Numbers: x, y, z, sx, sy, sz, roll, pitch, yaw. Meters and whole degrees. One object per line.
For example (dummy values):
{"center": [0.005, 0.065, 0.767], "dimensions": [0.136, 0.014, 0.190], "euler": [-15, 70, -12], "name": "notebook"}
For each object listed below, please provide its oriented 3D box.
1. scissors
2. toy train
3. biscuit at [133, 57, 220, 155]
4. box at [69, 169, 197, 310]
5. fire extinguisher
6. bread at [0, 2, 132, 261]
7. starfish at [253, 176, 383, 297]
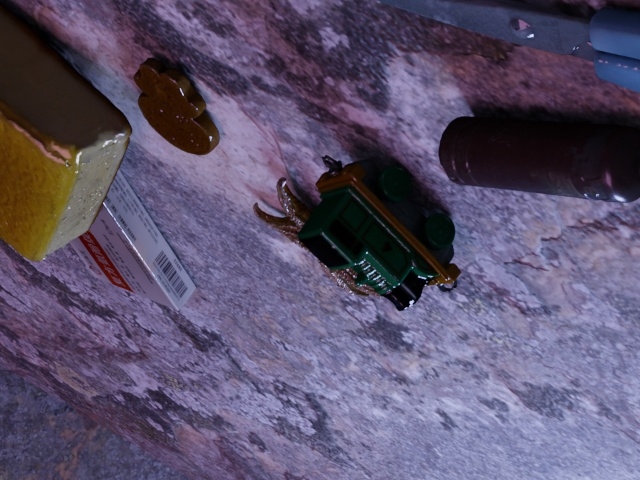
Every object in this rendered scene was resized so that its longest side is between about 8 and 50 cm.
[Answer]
{"center": [0.210, -0.177, 1.135], "dimensions": [0.447, 0.029, 0.192], "euler": [21, 152, 32], "name": "scissors"}
{"center": [0.067, -0.003, 1.531], "dimensions": [0.227, 0.136, 0.091], "euler": [47, 155, -17], "name": "toy train"}
{"center": [-0.185, -0.172, 1.707], "dimensions": [0.124, 0.026, 0.175], "euler": [27, 156, 18], "name": "biscuit"}
{"center": [-0.361, -0.038, 2.162], "dimensions": [0.214, 0.069, 0.353], "euler": [18, 149, 36], "name": "box"}
{"center": [0.233, -0.067, 1.244], "dimensions": [0.268, 0.072, 0.089], "euler": [10, 109, 47], "name": "fire extinguisher"}
{"center": [-0.444, -0.160, 1.872], "dimensions": [0.323, 0.143, 0.333], "euler": [43, 146, 2], "name": "bread"}
{"center": [0.001, -0.001, 1.744], "dimensions": [0.240, 0.043, 0.227], "euler": [26, 153, 31], "name": "starfish"}
